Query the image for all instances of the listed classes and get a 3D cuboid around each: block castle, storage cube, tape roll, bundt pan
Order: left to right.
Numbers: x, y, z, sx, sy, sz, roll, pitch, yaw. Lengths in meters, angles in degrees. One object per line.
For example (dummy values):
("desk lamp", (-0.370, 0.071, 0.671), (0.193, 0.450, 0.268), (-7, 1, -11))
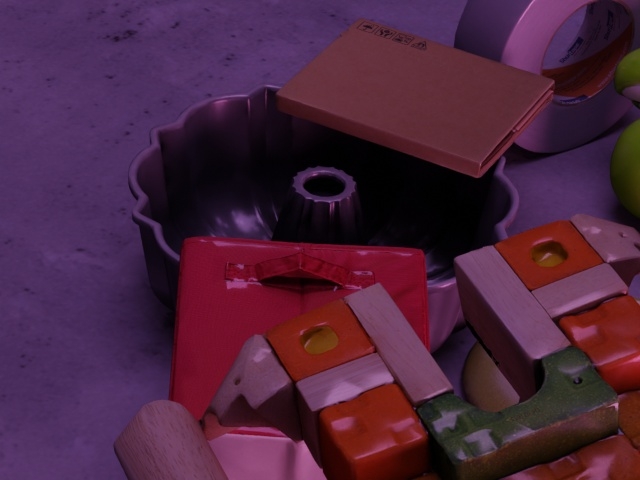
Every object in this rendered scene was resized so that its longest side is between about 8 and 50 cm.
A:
("storage cube", (-0.020, 0.132, 1.436), (0.183, 0.215, 0.193), (3, 42, -2))
("bundt pan", (0.000, 0.000, 1.687), (0.331, 0.124, 0.331), (2, 37, -2))
("block castle", (0.119, 0.189, 1.233), (0.453, 0.303, 0.213), (-20, 40, -13))
("tape roll", (0.234, -0.196, 1.895), (0.219, 0.219, 0.072), (-18, 42, -28))

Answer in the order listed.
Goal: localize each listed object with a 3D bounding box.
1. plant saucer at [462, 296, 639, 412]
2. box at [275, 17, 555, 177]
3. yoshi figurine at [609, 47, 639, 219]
("plant saucer", (0.238, 0.106, 1.620), (0.241, 0.037, 0.241), (2, 31, -1))
("box", (0.084, -0.129, 1.749), (0.201, 0.021, 0.164), (21, 39, 21))
("yoshi figurine", (0.402, -0.064, 1.762), (0.203, 0.203, 0.362), (-39, 40, -27))
